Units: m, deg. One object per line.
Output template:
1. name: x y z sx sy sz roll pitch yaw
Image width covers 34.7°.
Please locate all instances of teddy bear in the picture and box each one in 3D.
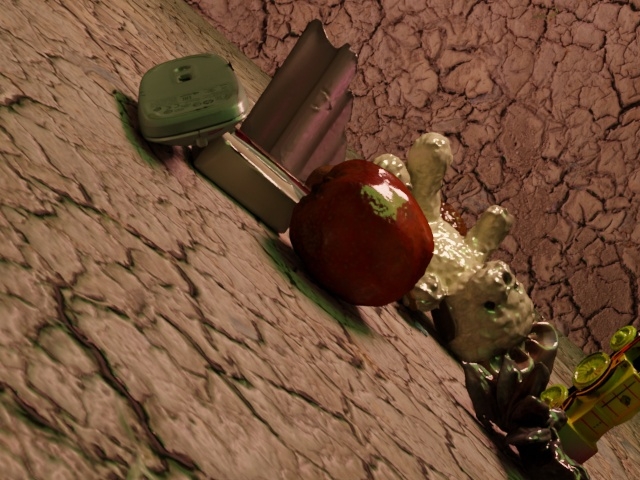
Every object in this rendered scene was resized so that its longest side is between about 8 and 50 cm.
1. teddy bear: 0.281 0.039 1.888 0.362 0.375 0.327 28 42 35

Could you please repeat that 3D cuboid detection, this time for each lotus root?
1. lotus root: 0.033 -0.097 2.042 0.122 0.112 0.081 34 5 -38

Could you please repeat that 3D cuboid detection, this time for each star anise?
1. star anise: 0.317 0.279 1.543 0.212 0.129 0.283 57 6 -28

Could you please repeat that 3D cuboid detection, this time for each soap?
1. soap: -0.115 -0.101 1.599 0.183 0.064 0.121 39 9 -22
2. soap: 0.001 -0.256 2.103 0.159 0.302 0.258 39 6 33

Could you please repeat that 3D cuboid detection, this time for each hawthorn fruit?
1. hawthorn fruit: 0.077 0.006 1.537 0.253 0.205 0.205 45 8 -14

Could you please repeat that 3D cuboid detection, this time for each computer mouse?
1. computer mouse: -0.187 -0.191 1.505 0.288 0.159 0.097 -114 -168 -59

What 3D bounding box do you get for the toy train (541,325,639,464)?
1. toy train: 0.492 0.267 1.774 0.100 0.296 0.160 42 17 -13

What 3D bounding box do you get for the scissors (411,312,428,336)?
1. scissors: 0.176 0.149 1.852 0.036 0.006 0.083 42 9 -18

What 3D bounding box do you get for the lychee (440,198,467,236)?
1. lychee: 0.224 -0.007 2.210 0.200 0.200 0.238 48 -2 28

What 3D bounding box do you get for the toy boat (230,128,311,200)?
1. toy boat: -0.082 -0.118 1.888 0.229 0.046 0.080 40 6 -4
